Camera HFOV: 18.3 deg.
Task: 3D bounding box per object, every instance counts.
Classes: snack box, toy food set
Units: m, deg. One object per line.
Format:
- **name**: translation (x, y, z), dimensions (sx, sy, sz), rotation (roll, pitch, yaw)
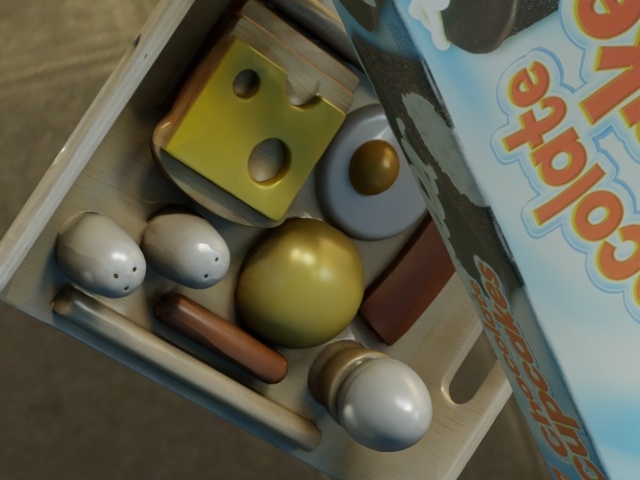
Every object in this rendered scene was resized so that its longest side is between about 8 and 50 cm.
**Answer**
- **snack box**: translation (0.118, -0.054, 0.624), dimensions (0.187, 0.060, 0.322), rotation (-33, 115, -13)
- **toy food set**: translation (0.000, 0.000, 1.016), dimensions (0.306, 0.092, 0.220), rotation (33, 90, -36)
